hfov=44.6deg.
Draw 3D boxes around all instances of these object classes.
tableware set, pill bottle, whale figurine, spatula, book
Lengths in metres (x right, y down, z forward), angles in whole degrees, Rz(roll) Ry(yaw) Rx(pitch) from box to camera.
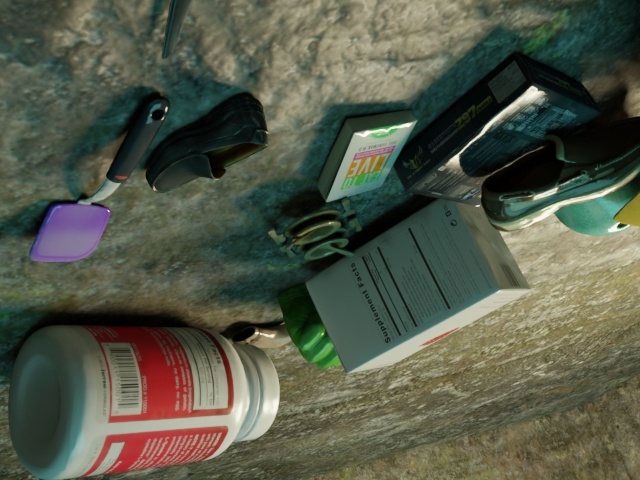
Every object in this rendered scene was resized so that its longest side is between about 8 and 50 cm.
[{"bbox_3d":[0.000,0.000,1.163,0.128,0.039,0.194,-22,165,3],"label":"tableware set"},{"bbox_3d":[-0.273,0.256,1.286,0.408,0.229,0.229,8,142,-45],"label":"pill bottle"},{"bbox_3d":[0.423,-0.092,1.217,0.216,0.141,0.272,-34,149,27],"label":"whale figurine"},{"bbox_3d":[-0.248,-0.064,0.902,0.084,0.030,0.296,4,145,-43],"label":"spatula"},{"bbox_3d":[0.060,-0.114,1.037,0.096,0.035,0.144,-13,152,-24],"label":"book"}]

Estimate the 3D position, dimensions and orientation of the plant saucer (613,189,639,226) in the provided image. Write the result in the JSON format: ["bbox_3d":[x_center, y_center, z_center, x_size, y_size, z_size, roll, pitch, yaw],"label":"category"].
[{"bbox_3d":[0.595,-0.147,1.050,0.333,0.081,0.332,-34,165,-15],"label":"plant saucer"}]

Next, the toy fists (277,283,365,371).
[{"bbox_3d":[0.042,0.164,1.435,0.096,0.142,0.279,-34,152,26],"label":"toy fists"}]

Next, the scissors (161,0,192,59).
[{"bbox_3d":[-0.104,-0.261,0.641,0.109,0.021,0.297,1,148,-42],"label":"scissors"}]

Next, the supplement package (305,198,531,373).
[{"bbox_3d":[0.159,0.076,1.287,0.293,0.175,0.177,-33,162,25],"label":"supplement package"}]

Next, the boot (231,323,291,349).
[{"bbox_3d":[-0.106,0.179,1.474,0.118,0.042,0.087,-28,152,13],"label":"boot"}]

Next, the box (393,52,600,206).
[{"bbox_3d":[0.242,-0.142,1.077,0.183,0.059,0.233,7,142,-44],"label":"box"}]

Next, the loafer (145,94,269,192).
[{"bbox_3d":[-0.132,-0.096,0.889,0.170,0.061,0.062,-32,153,25],"label":"loafer"}]

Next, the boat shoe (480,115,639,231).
[{"bbox_3d":[0.339,-0.103,1.062,0.257,0.095,0.095,-31,135,6],"label":"boat shoe"}]
